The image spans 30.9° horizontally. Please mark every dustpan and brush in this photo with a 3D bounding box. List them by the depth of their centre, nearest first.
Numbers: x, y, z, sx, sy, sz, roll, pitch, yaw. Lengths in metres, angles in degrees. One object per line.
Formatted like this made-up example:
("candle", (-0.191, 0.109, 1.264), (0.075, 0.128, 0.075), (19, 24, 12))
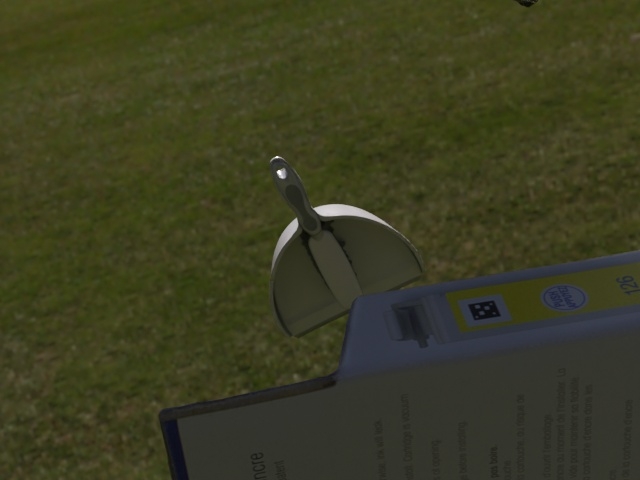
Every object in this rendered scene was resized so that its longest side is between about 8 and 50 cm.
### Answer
("dustpan and brush", (0.000, 0.000, 1.021), (0.147, 0.211, 0.060), (-26, 32, 3))

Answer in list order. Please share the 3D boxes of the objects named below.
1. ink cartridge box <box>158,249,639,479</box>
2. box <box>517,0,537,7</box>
("ink cartridge box", (0.099, 0.152, 0.554), (0.307, 0.304, 0.072), (-7, 32, -2))
("box", (0.022, -0.369, 0.812), (0.312, 0.343, 0.179), (22, 15, 39))
